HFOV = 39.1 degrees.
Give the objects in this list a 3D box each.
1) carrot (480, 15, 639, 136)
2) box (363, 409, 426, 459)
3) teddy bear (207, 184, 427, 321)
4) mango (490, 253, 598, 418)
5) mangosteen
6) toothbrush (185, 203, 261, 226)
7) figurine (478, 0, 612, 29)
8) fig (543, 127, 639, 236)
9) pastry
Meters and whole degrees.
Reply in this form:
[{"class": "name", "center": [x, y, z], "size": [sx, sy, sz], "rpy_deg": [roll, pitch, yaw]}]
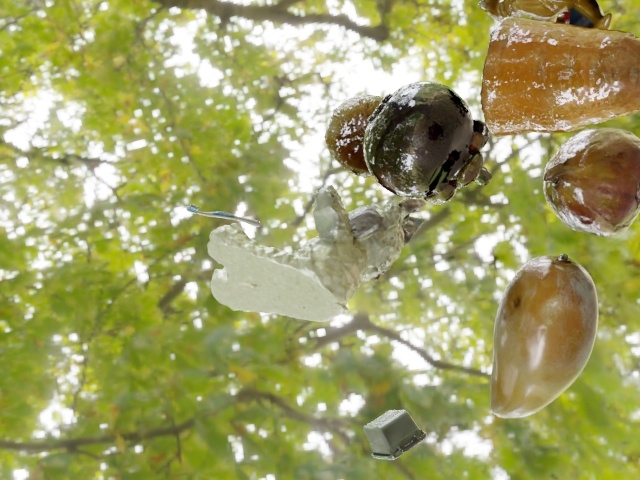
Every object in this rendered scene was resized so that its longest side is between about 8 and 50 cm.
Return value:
[{"class": "carrot", "center": [0.326, -0.207, 1.130], "size": [0.159, 0.225, 0.159], "rpy_deg": [-10, -78, -56]}, {"class": "box", "center": [0.187, 0.505, 2.368], "size": [0.093, 0.124, 0.172], "rpy_deg": [60, 160, 2]}, {"class": "teddy bear", "center": [0.000, 0.000, 1.945], "size": [0.327, 0.375, 0.362], "rpy_deg": [93, -162, -45]}, {"class": "mango", "center": [0.439, 0.202, 1.807], "size": [0.221, 0.199, 0.384], "rpy_deg": [-47, -26, -62]}, {"class": "mangosteen", "center": [0.182, -0.147, 1.460], "size": [0.230, 0.194, 0.194], "rpy_deg": [35, -148, -9]}, {"class": "toothbrush", "center": [-0.167, -0.041, 1.570], "size": [0.162, 0.017, 0.014], "rpy_deg": [14, -135, -44]}, {"class": "figurine", "center": [0.509, -0.509, 1.640], "size": [0.401, 0.387, 0.268], "rpy_deg": [-43, -69, -43]}, {"class": "fig", "center": [0.556, -0.118, 1.822], "size": [0.263, 0.224, 0.224], "rpy_deg": [-33, -71, -61]}, {"class": "pastry", "center": [0.108, -0.236, 2.075], "size": [0.192, 0.182, 0.093], "rpy_deg": [51, -161, -20]}]
